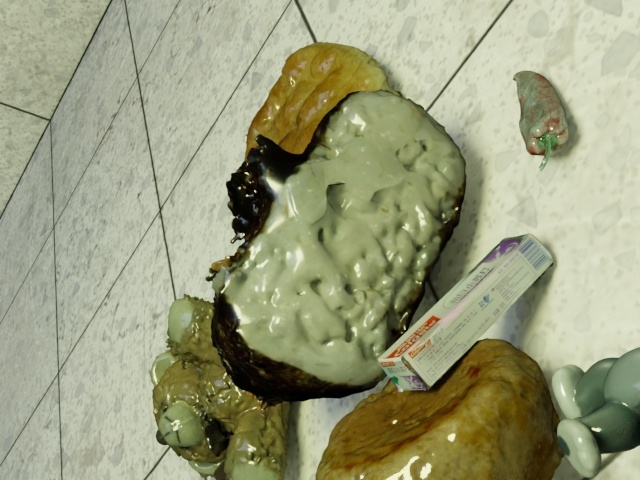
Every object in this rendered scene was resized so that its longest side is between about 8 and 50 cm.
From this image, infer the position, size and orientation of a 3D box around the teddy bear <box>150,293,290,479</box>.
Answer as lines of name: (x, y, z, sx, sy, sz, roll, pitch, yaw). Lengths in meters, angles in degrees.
teddy bear: (-0.139, 0.210, 1.162, 0.256, 0.156, 0.267, -30, 79, 42)

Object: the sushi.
sushi: (0.000, 0.000, 0.933, 0.348, 0.234, 0.207, -57, 6, -21)

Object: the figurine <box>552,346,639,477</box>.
figurine: (0.266, 0.120, 0.596, 0.265, 0.140, 0.193, -45, 15, 56)

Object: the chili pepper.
chili pepper: (0.220, -0.125, 0.885, 0.050, 0.041, 0.153, -28, 32, 23)

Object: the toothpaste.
toothpaste: (0.136, 0.062, 0.805, 0.196, 0.040, 0.047, -39, 9, -28)

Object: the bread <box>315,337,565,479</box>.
bread: (0.107, 0.185, 0.766, 0.230, 0.123, 0.230, -35, 6, 4)

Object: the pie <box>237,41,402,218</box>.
pie: (-0.010, -0.115, 1.207, 0.339, 0.083, 0.339, -29, 52, 45)
